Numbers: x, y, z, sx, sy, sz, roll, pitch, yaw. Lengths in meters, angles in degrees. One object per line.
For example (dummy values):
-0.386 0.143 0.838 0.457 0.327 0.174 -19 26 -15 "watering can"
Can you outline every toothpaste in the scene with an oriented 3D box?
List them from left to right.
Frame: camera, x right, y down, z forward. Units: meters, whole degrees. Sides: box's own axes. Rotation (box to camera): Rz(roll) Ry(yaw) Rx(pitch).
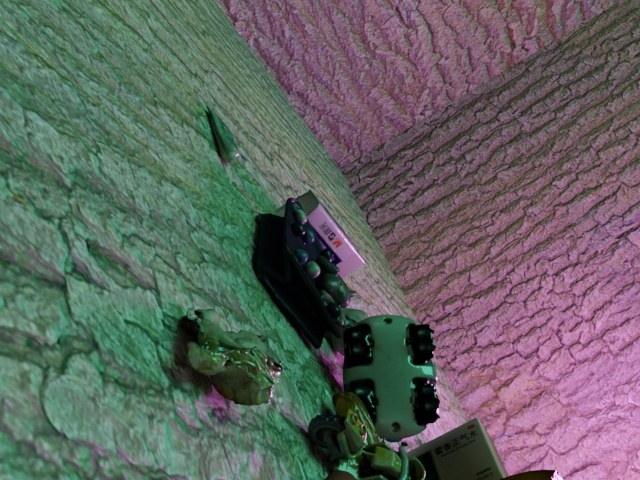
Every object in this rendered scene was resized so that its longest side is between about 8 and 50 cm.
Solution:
-0.227 -0.242 1.497 0.064 0.041 0.218 43 14 -42 "toothpaste"

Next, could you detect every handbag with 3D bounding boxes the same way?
-0.026 0.069 1.376 0.269 0.118 0.325 57 12 -22 "handbag"

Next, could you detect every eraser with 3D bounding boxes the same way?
0.000 0.000 1.666 0.287 0.130 0.086 48 11 -46 "eraser"

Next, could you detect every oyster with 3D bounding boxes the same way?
-0.122 0.142 0.792 0.163 0.081 0.191 34 -5 28 "oyster"

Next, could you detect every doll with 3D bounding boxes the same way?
0.074 0.217 1.495 0.149 0.095 0.192 62 7 -5 "doll"

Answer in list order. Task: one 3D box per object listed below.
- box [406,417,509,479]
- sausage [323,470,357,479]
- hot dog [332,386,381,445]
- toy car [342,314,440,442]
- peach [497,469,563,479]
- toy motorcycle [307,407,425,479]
0.276 0.495 1.330 0.095 0.212 0.168 53 11 -29 "box"
0.018 0.356 0.867 0.062 0.062 0.154 62 9 13 "sausage"
0.078 0.370 1.144 0.235 0.062 0.092 64 10 11 "hot dog"
0.138 0.284 1.314 0.190 0.189 0.255 95 -8 -69 "toy car"
0.284 0.539 0.918 0.335 0.310 0.405 44 29 -18 "peach"
0.082 0.346 1.021 0.229 0.130 0.094 56 30 -24 "toy motorcycle"
